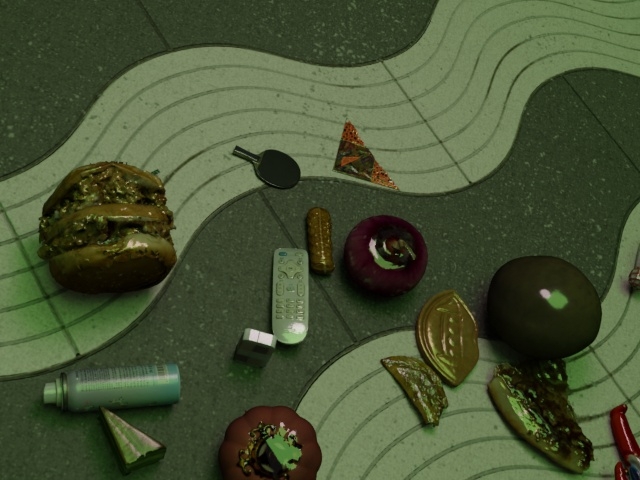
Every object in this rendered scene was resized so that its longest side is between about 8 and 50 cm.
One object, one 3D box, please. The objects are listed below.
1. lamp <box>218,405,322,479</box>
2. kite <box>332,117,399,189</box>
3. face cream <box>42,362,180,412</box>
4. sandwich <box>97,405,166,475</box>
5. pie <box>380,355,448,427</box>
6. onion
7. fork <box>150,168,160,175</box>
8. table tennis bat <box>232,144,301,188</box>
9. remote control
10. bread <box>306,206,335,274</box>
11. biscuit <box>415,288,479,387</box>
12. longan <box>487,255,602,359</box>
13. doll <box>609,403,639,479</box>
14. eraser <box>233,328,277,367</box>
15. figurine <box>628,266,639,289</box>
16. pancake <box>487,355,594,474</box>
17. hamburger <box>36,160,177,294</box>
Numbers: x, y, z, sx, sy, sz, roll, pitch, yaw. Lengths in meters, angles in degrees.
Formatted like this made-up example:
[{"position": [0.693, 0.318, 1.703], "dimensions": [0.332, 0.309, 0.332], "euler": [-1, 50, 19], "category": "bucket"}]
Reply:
[{"position": [-0.088, 0.378, 1.489], "dimensions": [0.182, 0.140, 0.182], "euler": [1, 72, -3], "category": "lamp"}, {"position": [0.076, -0.180, 1.952], "dimensions": [0.125, 0.008, 0.222], "euler": [-26, 72, -28], "category": "kite"}, {"position": [-0.364, 0.258, 1.488], "dimensions": [0.229, 0.075, 0.075], "euler": [0, 61, -20], "category": "face cream"}, {"position": [-0.324, 0.330, 1.460], "dimensions": [0.074, 0.074, 0.116], "euler": [-20, 68, -27], "category": "sandwich"}, {"position": [0.200, 0.292, 1.703], "dimensions": [0.092, 0.034, 0.170], "euler": [-20, 63, -27], "category": "pie"}, {"position": [0.135, 0.030, 1.765], "dimensions": [0.177, 0.153, 0.177], "euler": [-3, 48, 3], "category": "onion"}, {"position": [-0.417, -0.086, 1.705], "dimensions": [0.235, 0.021, 0.039], "euler": [-32, 79, -34], "category": "fork"}, {"position": [-0.117, -0.167, 1.867], "dimensions": [0.158, 0.014, 0.095], "euler": [24, 57, -8], "category": "table tennis bat"}, {"position": [-0.060, 0.112, 1.708], "dimensions": [0.073, 0.044, 0.229], "euler": [0, 52, -2], "category": "remote control"}, {"position": [0.000, 0.000, 1.793], "dimensions": [0.052, 0.044, 0.157], "euler": [8, 59, -22], "category": "bread"}, {"position": [0.266, 0.199, 1.784], "dimensions": [0.141, 0.029, 0.221], "euler": [15, 57, -11], "category": "biscuit"}, {"position": [0.465, 0.137, 1.782], "dimensions": [0.248, 0.248, 0.248], "euler": [9, 58, -15], "category": "longan"}, {"position": [0.677, 0.523, 1.712], "dimensions": [0.188, 0.099, 0.384], "euler": [13, 54, -13], "category": "doll"}, {"position": [-0.122, 0.202, 1.591], "dimensions": [0.065, 0.105, 0.026], "euler": [15, 57, -11], "category": "eraser"}, {"position": [0.860, 0.115, 1.977], "dimensions": [0.281, 0.167, 0.370], "euler": [8, 67, -11], "category": "figurine"}, {"position": [0.472, 0.332, 1.782], "dimensions": [0.266, 0.057, 0.244], "euler": [38, 47, -1], "category": "pancake"}, {"position": [-0.386, -0.014, 1.536], "dimensions": [0.245, 0.260, 0.211], "euler": [-15, 71, -6], "category": "hamburger"}]
